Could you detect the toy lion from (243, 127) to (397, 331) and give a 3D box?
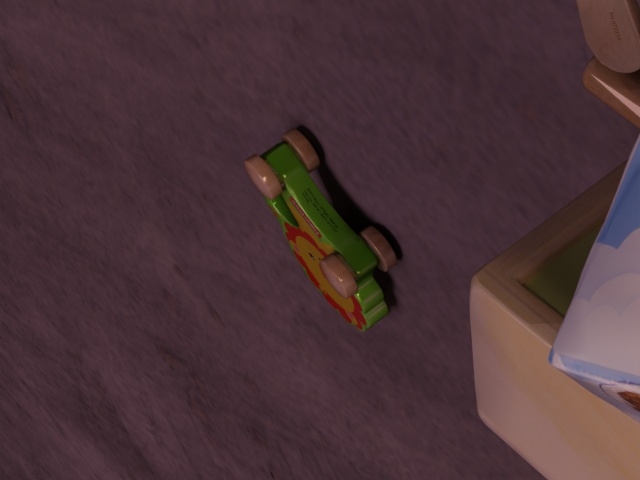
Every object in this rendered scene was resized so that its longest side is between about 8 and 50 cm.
[{"bbox_3d":[0.000,0.000,0.983,0.100,0.034,0.096,52,167,6],"label":"toy lion"}]

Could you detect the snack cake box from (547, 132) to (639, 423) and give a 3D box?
[{"bbox_3d":[0.196,0.041,0.409,0.152,0.089,0.264,31,170,-35],"label":"snack cake box"}]

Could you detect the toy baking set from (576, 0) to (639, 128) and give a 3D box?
[{"bbox_3d":[0.143,-0.070,0.561,0.256,0.030,0.196,37,148,25],"label":"toy baking set"}]

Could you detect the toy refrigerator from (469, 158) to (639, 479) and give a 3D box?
[{"bbox_3d":[0.175,0.082,0.618,0.269,0.102,0.094,42,156,33],"label":"toy refrigerator"}]
